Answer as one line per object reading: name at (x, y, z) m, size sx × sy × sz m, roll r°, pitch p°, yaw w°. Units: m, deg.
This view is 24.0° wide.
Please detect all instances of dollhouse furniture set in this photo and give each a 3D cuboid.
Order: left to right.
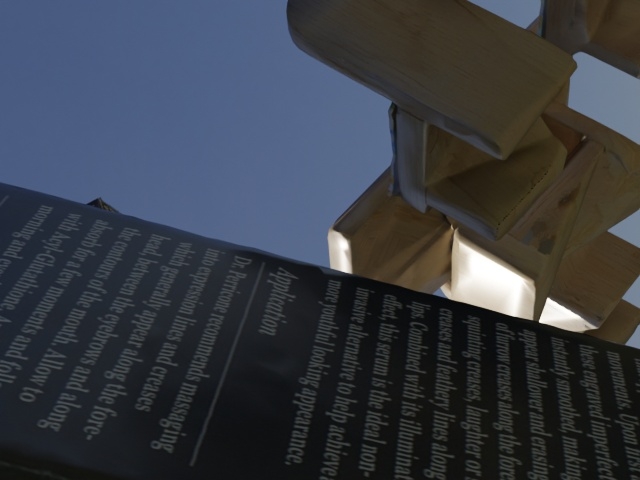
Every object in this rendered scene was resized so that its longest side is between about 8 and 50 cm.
dollhouse furniture set at (0.000, 0.000, 0.868) m, size 0.394 × 0.256 × 0.362 m, roll -45°, pitch -28°, yaw -27°

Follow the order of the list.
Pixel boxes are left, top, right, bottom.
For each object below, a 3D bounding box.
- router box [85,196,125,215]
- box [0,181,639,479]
router box at (-0.241, 0.013, 1.492) m, size 0.092 × 0.122 × 0.038 m, roll 39°, pitch -152°, yaw -59°
box at (-0.041, 0.174, 0.569) m, size 0.212 × 0.395 × 0.293 m, roll -74°, pitch -1°, yaw -68°
